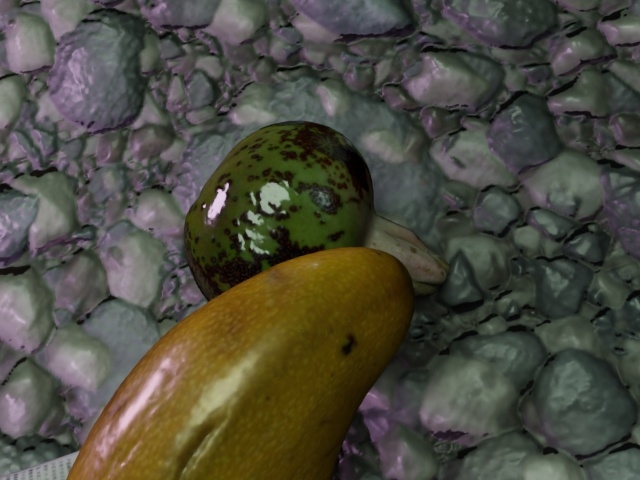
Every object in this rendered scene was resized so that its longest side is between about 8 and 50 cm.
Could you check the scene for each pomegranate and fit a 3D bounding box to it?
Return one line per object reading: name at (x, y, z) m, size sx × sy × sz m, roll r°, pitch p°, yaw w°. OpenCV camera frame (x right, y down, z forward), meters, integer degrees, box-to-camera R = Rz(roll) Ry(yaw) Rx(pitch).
pomegranate at (-0.008, -0.001, 0.834) m, size 0.125 × 0.163 × 0.138 m, roll 1°, pitch 71°, yaw 56°

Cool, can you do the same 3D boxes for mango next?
mango at (-0.060, 0.122, 0.743) m, size 0.120 × 0.177 × 0.295 m, roll 32°, pitch 100°, yaw 27°

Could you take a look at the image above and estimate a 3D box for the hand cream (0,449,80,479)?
hand cream at (-0.210, 0.180, 0.849) m, size 0.194 × 0.042 × 0.067 m, roll -14°, pitch 61°, yaw 2°
